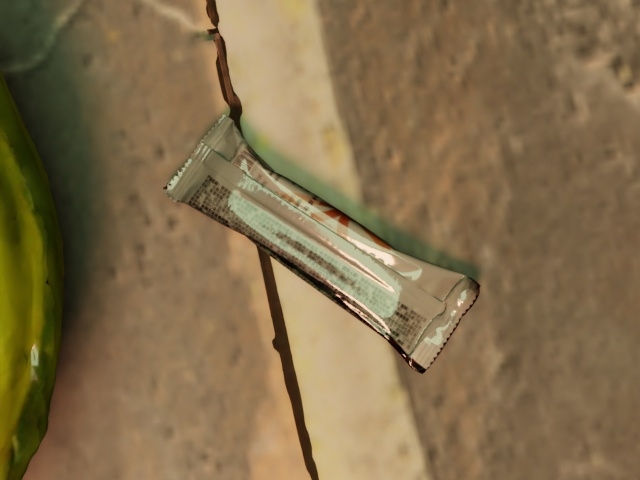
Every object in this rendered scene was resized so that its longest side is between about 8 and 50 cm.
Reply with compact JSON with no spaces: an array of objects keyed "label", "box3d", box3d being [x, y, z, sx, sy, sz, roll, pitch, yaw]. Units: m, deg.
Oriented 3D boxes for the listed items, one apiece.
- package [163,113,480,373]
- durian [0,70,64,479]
[{"label":"package","box3d":[0.000,0.000,0.368,0.110,0.015,0.037,34,87,2]},{"label":"durian","box3d":[-0.153,0.042,0.318,0.139,0.101,0.250,17,88,-21]}]
